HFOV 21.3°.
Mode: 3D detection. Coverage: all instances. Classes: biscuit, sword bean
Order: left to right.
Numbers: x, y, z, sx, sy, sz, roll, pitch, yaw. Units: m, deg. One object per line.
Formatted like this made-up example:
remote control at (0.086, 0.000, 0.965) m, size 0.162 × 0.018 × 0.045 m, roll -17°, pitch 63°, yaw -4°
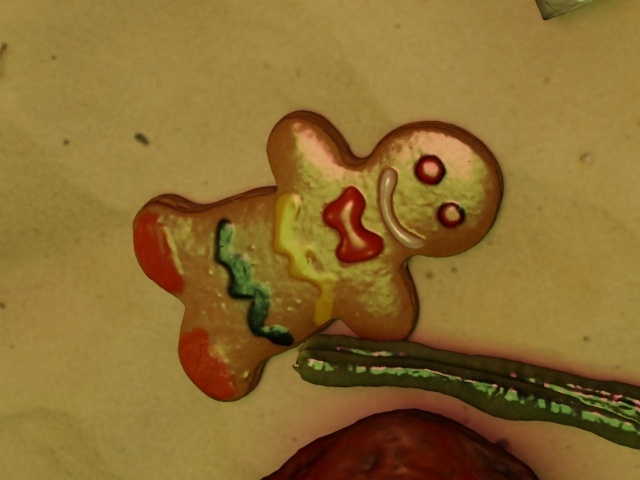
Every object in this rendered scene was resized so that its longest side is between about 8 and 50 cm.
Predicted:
biscuit at (0.000, 0.000, 1.095) m, size 0.250 × 0.036 × 0.165 m, roll -23°, pitch 97°, yaw 18°
sword bean at (0.116, 0.097, 1.076) m, size 0.269 × 0.038 × 0.043 m, roll 11°, pitch 61°, yaw 5°

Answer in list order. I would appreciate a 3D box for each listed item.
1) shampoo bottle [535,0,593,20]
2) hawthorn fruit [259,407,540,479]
shampoo bottle at (0.116, -0.233, 0.998) m, size 0.065 × 0.065 × 0.204 m, roll -23°, pitch 96°, yaw 18°
hawthorn fruit at (0.049, 0.234, 1.024) m, size 0.258 × 0.262 × 0.258 m, roll 10°, pitch 112°, yaw 26°
